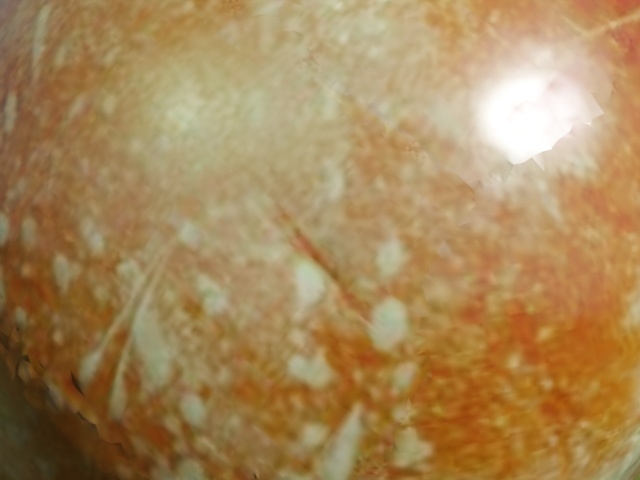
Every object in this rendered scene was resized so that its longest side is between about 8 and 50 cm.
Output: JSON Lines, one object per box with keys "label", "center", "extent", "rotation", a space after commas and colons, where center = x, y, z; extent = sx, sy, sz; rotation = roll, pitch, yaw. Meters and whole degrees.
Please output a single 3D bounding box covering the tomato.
{"label": "tomato", "center": [0.000, 0.000, 0.526], "extent": [0.222, 0.270, 0.270], "rotation": [39, 18, 8]}
